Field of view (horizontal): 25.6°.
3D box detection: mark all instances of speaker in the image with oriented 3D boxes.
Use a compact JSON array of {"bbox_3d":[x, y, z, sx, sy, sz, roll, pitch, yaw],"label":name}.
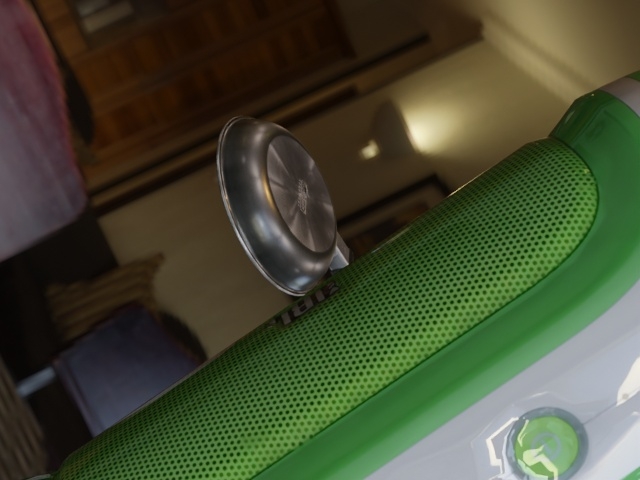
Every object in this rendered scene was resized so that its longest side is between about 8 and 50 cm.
[{"bbox_3d":[0.027,0.067,0.453,0.131,0.297,0.131,55,1,-2],"label":"speaker"}]

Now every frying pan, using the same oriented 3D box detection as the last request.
[{"bbox_3d":[-0.008,0.012,1.466,0.326,0.053,0.197,59,27,-19],"label":"frying pan"}]
